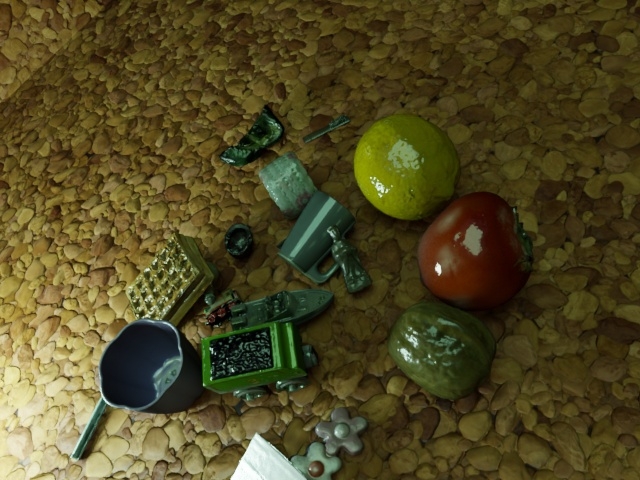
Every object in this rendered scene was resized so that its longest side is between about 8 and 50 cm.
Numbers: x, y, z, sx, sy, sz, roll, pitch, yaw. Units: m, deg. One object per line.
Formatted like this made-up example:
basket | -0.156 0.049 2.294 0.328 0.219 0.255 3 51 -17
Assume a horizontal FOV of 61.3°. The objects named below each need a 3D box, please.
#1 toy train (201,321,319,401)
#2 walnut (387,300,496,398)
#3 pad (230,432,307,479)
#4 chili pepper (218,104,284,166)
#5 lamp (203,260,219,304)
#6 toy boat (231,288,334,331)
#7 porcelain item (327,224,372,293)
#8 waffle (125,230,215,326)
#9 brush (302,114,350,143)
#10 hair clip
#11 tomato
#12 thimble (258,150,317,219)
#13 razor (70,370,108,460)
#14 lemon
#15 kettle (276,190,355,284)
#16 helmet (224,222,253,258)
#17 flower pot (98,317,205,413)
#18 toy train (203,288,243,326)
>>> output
toy train | -0.168 0.335 1.509 0.307 0.249 0.174 -14 61 8
walnut | 0.310 0.276 1.399 0.282 0.283 0.227 24 46 27
pad | -0.141 0.632 1.423 0.232 0.004 0.157 24 84 44
chili pepper | -0.252 -0.362 2.014 0.264 0.116 0.148 -41 70 -7
lamp | -0.367 0.143 1.760 0.091 0.091 0.163 -26 49 2
toy boat | -0.112 0.207 1.640 0.319 0.092 0.141 -15 30 -1
porcelain item | 0.082 0.050 1.640 0.081 0.069 0.216 -23 85 -3
waffle | -0.489 0.145 1.742 0.308 0.091 0.213 -47 56 16
brush | 0.019 -0.415 1.996 0.190 0.027 0.034 -26 56 3
hair clip | 0.022 0.561 1.431 0.146 0.075 0.257 27 68 33
tomato | 0.409 0.037 1.462 0.321 0.321 0.322 -8 60 13
thimble | -0.100 -0.182 1.821 0.149 0.185 0.211 -32 92 0
razor | -0.693 0.539 1.677 0.111 0.056 0.278 26 75 -10
lemon | 0.261 -0.223 1.656 0.335 0.336 0.336 -8 60 13
kettle | 0.000 0.000 1.721 0.210 0.160 0.243 36 82 1
helmet | -0.271 0.010 1.824 0.098 0.070 0.123 -8 53 6
flower pot | -0.459 0.384 1.575 0.265 0.243 0.265 -9 61 16
toy train | -0.314 0.219 1.736 0.137 0.050 0.087 -30 53 1
